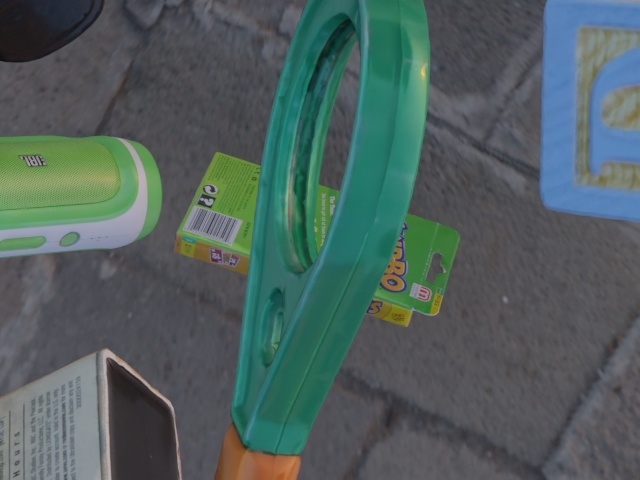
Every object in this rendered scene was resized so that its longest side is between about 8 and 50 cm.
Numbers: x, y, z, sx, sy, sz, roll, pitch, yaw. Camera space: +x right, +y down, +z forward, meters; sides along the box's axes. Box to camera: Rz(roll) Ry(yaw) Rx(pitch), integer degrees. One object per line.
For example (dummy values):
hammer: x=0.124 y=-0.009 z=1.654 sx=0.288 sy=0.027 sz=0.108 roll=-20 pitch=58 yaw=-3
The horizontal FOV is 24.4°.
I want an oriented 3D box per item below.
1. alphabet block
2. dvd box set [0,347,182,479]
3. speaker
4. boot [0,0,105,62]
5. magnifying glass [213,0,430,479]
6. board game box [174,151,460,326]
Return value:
alphabet block: x=0.304 y=-0.136 z=1.275 sx=0.192 sy=0.197 sz=0.193 roll=9 pitch=116 yaw=20
dvd box set: x=-0.235 y=0.256 z=0.595 sx=0.420 sy=0.307 sz=0.062 roll=-27 pitch=136 yaw=16
speaker: x=-0.319 y=-0.044 z=1.555 sx=0.296 sy=0.131 sz=0.131 roll=-6 pitch=109 yaw=-38
boot: x=-0.329 y=-0.281 z=1.417 sx=0.264 sy=0.280 sz=0.096 roll=-18 pitch=138 yaw=15
magnifying glass: x=-0.012 y=0.035 z=0.431 sx=0.026 sy=0.092 sz=0.231 roll=8 pitch=105 yaw=-17
board game box: x=0.000 y=0.000 z=1.443 sx=0.259 sy=0.124 sz=0.039 roll=16 pitch=136 yaw=5
